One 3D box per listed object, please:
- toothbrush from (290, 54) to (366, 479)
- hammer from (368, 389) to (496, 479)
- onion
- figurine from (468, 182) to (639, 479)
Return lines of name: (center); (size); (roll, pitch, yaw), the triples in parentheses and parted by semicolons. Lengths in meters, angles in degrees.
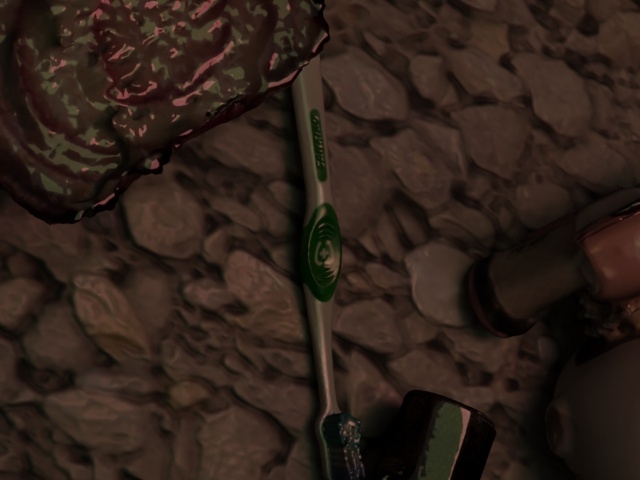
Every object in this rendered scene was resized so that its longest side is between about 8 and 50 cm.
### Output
toothbrush: (-0.003, 0.001, 1.481); (0.042, 0.040, 0.418); (-2, 83, -33)
hammer: (0.211, 0.305, 1.467); (0.409, 0.095, 0.242); (21, 73, -3)
onion: (-0.169, -0.177, 1.345); (0.314, 0.146, 0.280); (-34, 89, -19)
figurine: (0.303, 0.124, 1.547); (0.253, 0.211, 0.361); (-24, 100, 3)
